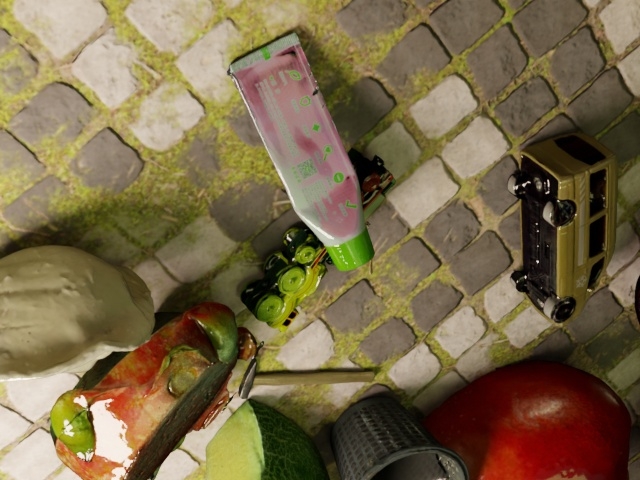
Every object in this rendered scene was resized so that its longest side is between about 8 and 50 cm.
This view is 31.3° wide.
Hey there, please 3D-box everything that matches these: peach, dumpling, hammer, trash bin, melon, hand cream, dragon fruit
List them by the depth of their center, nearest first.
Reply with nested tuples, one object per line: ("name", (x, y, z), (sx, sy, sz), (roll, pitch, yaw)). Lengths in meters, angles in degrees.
("dumpling", (-0.289, 0.088, 1.203), (0.252, 0.179, 0.131), (-7, 125, -24))
("hand cream", (-0.013, -0.091, 1.280), (0.079, 0.050, 0.275), (-39, 115, -31))
("dragon fruit", (-0.199, 0.186, 1.318), (0.295, 0.130, 0.268), (-55, 171, 4))
("hammer", (-0.013, 0.181, 1.525), (0.199, 0.013, 0.062), (2, 122, -29))
("trash bin", (0.094, 0.303, 1.565), (0.175, 0.161, 0.175), (-10, 124, -16))
("melon", (-0.043, 0.369, 1.576), (0.124, 0.196, 0.323), (-11, 145, 24))
("peach", (0.285, 0.316, 1.684), (0.338, 0.281, 0.281), (-1, 130, 15))

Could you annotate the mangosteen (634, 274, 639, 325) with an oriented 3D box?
("mangosteen", (0.576, 0.056, 1.603), (0.288, 0.233, 0.287), (-1, 128, -1))

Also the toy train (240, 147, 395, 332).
("toy train", (0.000, 0.000, 1.381), (0.085, 0.053, 0.249), (27, 106, -46))

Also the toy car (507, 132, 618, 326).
("toy car", (0.326, -0.012, 1.510), (0.124, 0.101, 0.256), (-22, 128, -17))
